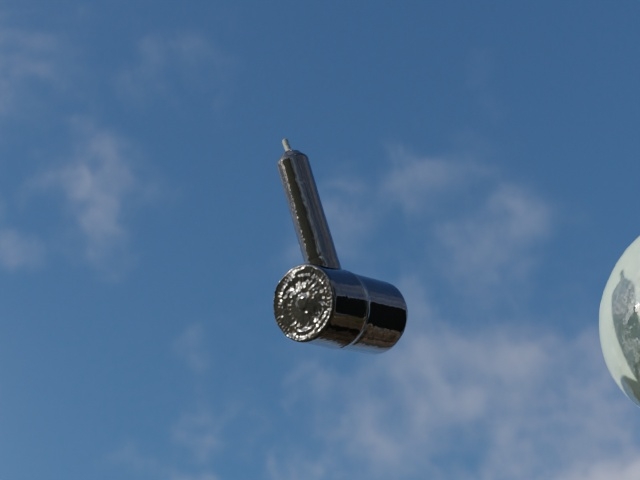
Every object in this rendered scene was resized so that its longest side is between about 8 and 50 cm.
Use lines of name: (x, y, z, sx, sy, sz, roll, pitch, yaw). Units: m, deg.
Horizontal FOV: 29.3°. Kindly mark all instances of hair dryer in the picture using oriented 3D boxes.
hair dryer: (0.000, 0.000, 1.141, 0.071, 0.219, 0.124, -31, -25, 28)

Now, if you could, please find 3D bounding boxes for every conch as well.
conch: (0.346, 0.060, 1.165, 0.121, 0.221, 0.185, 21, -18, -34)
